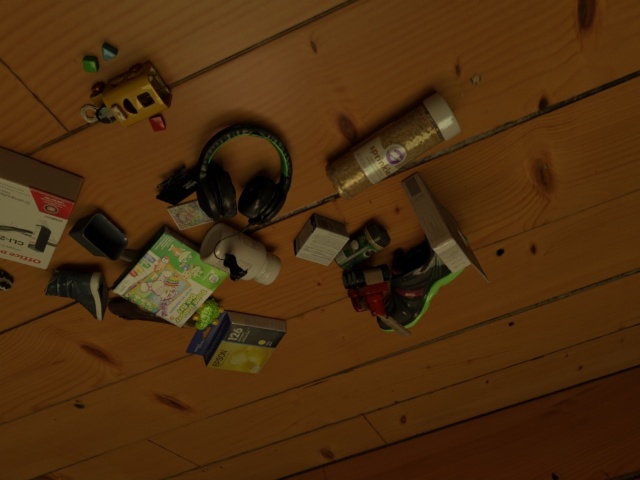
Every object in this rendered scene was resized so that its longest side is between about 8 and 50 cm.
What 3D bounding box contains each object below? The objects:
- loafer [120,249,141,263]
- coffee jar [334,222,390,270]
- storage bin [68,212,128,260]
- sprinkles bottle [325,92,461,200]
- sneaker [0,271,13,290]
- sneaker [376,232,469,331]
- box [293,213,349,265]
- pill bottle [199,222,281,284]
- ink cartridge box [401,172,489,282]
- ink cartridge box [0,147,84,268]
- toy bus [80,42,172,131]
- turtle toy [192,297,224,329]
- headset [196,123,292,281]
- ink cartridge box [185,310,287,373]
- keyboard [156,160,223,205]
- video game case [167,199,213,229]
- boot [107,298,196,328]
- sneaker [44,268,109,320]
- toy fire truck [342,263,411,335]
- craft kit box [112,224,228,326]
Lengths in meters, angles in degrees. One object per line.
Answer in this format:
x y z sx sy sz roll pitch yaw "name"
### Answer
-0.552 0.060 1.374 0.126 0.045 0.039 8 138 -23 "loafer"
0.135 0.019 1.456 0.185 0.079 0.096 -35 148 21 "coffee jar"
-0.632 -0.013 1.261 0.091 0.098 0.135 -1 141 27 "storage bin"
0.189 -0.245 1.191 0.356 0.121 0.121 -31 132 17 "sprinkles bottle"
-0.989 0.100 1.299 0.071 0.068 0.169 -14 135 9 "sneaker"
0.321 0.133 1.577 0.203 0.185 0.482 24 123 -9 "sneaker"
0.000 0.000 1.417 0.126 0.072 0.137 18 126 -28 "box"
-0.241 0.050 1.370 0.229 0.131 0.131 30 121 -34 "pill bottle"
0.366 -0.026 1.316 0.066 0.296 0.261 -33 131 19 "ink cartridge box"
-0.765 -0.071 1.148 0.197 0.114 0.273 22 126 -30 "ink cartridge box"
-0.439 -0.310 0.999 0.191 0.104 0.202 11 129 -22 "toy bus"
-0.404 0.260 1.570 0.095 0.066 0.130 21 99 -25 "turtle toy"
-0.204 -0.098 1.167 0.244 0.185 0.393 5 114 -27 "headset"
-0.331 0.399 1.732 0.308 0.072 0.303 13 129 -26 "ink cartridge box"
-0.366 -0.169 1.211 0.192 0.038 0.100 -32 155 16 "keyboard"
-0.372 -0.078 1.302 0.122 0.011 0.087 -15 134 2 "video game case"
-0.574 0.249 1.542 0.207 0.090 0.248 -12 144 20 "boot"
-0.766 0.171 1.403 0.164 0.086 0.226 5 135 -13 "sneaker"
0.190 0.213 1.506 0.159 0.246 0.217 -9 172 -12 "toy fire truck"
-0.457 0.118 1.374 0.250 0.061 0.247 -47 124 7 "craft kit box"
